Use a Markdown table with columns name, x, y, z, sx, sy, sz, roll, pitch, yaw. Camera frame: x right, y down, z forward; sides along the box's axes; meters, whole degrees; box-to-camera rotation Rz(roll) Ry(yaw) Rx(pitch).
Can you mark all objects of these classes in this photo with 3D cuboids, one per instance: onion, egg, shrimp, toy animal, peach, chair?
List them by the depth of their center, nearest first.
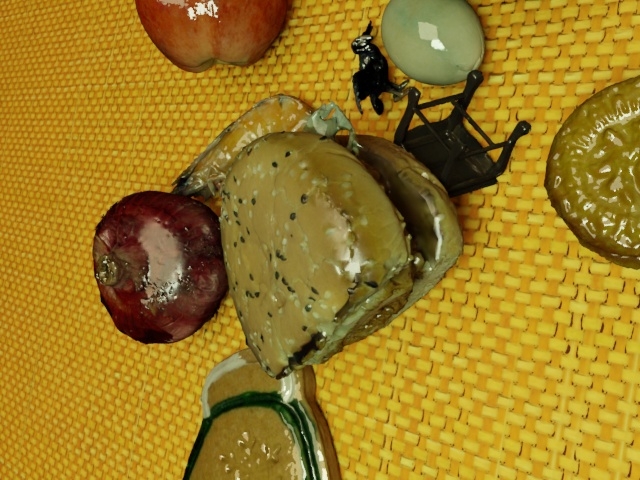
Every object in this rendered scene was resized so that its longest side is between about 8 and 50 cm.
| name | x | y | z | sx | sy | sz | roll | pitch | yaw |
| --- | --- | --- | --- | --- | --- | --- | --- | --- | --- |
| egg | 0.141 | -0.257 | 0.741 | 0.114 | 0.114 | 0.152 | -49 | 58 | 19 |
| chair | 0.144 | -0.083 | 0.742 | 0.106 | 0.113 | 0.229 | 59 | 153 | 27 |
| toy animal | 0.072 | -0.226 | 0.796 | 0.062 | 0.108 | 0.220 | -28 | 37 | 31 |
| peach | -0.171 | -0.399 | 0.923 | 0.232 | 0.232 | 0.257 | 4 | 102 | 36 |
| onion | -0.264 | 0.038 | 0.924 | 0.252 | 0.219 | 0.252 | 0 | 90 | 30 |
| shrimp | -0.125 | -0.110 | 0.945 | 0.317 | 0.062 | 0.164 | -28 | 70 | 27 |

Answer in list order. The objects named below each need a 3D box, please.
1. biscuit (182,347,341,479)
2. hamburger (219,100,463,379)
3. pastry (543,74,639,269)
| name | x | y | z | sx | sy | sz | roll | pitch | yaw |
| --- | --- | --- | --- | --- | --- | --- | --- | --- | --- |
| biscuit | -0.102 | 0.334 | 0.859 | 0.287 | 0.057 | 0.344 | -22 | 70 | 31 |
| hamburger | 0.000 | 0.000 | 0.726 | 0.277 | 0.195 | 0.318 | 61 | 142 | 24 |
| pastry | 0.323 | -0.068 | 0.589 | 0.188 | 0.103 | 0.189 | -6 | 79 | 36 |
